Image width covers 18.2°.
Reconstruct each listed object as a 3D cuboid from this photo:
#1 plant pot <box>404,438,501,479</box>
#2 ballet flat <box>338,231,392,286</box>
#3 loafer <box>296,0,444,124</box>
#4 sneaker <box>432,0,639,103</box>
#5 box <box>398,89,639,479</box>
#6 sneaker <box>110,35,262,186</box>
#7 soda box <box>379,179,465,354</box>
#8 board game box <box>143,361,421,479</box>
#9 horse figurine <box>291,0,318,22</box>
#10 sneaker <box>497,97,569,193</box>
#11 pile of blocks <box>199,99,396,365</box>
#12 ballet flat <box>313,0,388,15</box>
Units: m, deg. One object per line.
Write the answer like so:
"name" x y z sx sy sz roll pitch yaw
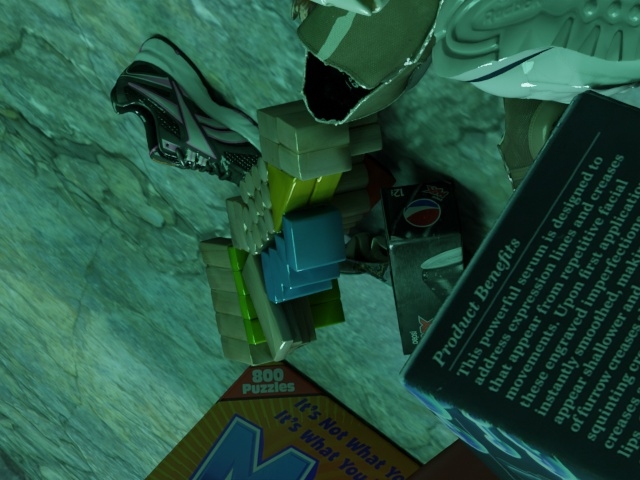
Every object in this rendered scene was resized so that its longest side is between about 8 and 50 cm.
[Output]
"plant pot" 0.159 0.286 1.692 0.275 0.243 0.275 36 156 19
"ballet flat" 0.044 0.013 1.686 0.114 0.041 0.041 14 143 51
"loafer" 0.040 -0.144 1.333 0.094 0.087 0.251 40 158 10
"sneaker" 0.174 -0.126 1.164 0.095 0.090 0.235 25 164 -36
"box" 0.297 0.123 1.125 0.395 0.212 0.293 25 167 40
"sneaker" -0.109 -0.085 1.709 0.178 0.077 0.072 43 159 1
"soda box" 0.085 0.024 1.573 0.060 0.053 0.169 -7 146 3
"board game box" -0.034 0.412 2.098 0.356 0.356 0.356 36 157 19
"horse figurine" -0.070 -0.225 1.338 0.263 0.066 0.174 24 167 -32
"sneaker" 0.159 -0.048 1.359 0.071 0.066 0.188 48 160 38
"pile of blocks" 0.000 0.000 1.596 0.362 0.113 0.149 118 135 -64
"ballet flat" 0.029 -0.176 1.185 0.247 0.083 0.087 -8 123 55
